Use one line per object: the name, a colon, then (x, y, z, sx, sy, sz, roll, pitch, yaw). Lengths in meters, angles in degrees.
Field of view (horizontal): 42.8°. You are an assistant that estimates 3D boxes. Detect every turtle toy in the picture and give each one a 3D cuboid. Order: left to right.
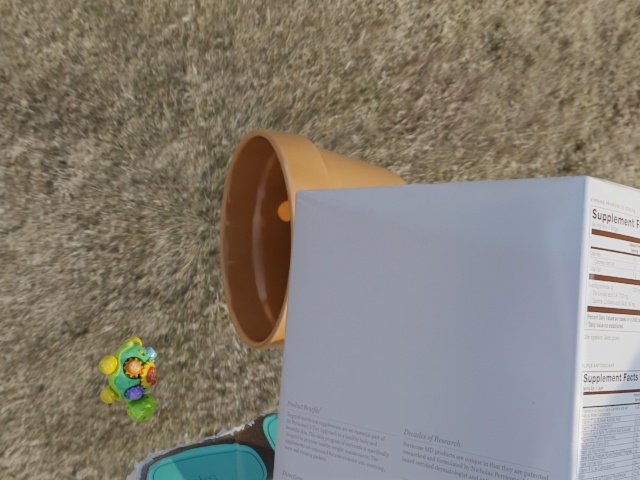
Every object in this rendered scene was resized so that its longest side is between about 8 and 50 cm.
turtle toy: (-0.278, 0.209, 1.220, 0.066, 0.095, 0.130, 7, 110, 15)

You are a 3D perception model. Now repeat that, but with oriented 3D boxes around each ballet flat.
ballet flat: (-0.095, 0.321, 1.121, 0.409, 0.147, 0.146, 0, 91, -40)

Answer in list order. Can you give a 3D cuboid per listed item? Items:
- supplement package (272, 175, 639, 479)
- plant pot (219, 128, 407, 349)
supplement package: (0.094, 0.077, 0.463, 0.149, 0.194, 0.203, 8, 86, -44)
plant pot: (0.000, 0.000, 1.118, 0.204, 0.291, 0.290, 1, 91, -24)
